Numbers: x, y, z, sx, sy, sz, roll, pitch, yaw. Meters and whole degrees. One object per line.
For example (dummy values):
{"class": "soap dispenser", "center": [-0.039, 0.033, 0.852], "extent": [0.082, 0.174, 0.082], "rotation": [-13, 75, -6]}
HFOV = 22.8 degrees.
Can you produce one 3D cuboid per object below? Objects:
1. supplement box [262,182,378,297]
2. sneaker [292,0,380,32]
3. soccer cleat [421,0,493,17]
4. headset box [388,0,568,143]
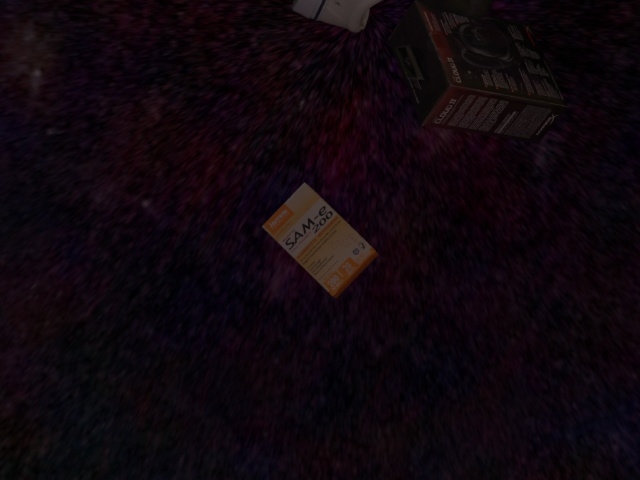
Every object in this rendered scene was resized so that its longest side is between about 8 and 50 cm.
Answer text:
{"class": "supplement box", "center": [0.000, 0.000, 1.541], "extent": [0.098, 0.036, 0.062], "rotation": [44, 91, 9]}
{"class": "sneaker", "center": [0.052, -0.297, 1.585], "extent": [0.091, 0.258, 0.094], "rotation": [19, 65, -10]}
{"class": "soccer cleat", "center": [0.099, -0.104, 0.353], "extent": [0.289, 0.093, 0.121], "rotation": [18, 123, 41]}
{"class": "headset box", "center": [0.077, -0.087, 0.814], "extent": [0.083, 0.062, 0.032], "rotation": [5, 139, -30]}
